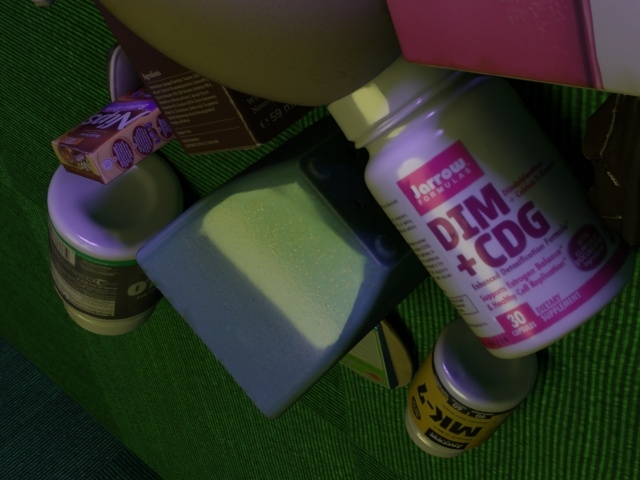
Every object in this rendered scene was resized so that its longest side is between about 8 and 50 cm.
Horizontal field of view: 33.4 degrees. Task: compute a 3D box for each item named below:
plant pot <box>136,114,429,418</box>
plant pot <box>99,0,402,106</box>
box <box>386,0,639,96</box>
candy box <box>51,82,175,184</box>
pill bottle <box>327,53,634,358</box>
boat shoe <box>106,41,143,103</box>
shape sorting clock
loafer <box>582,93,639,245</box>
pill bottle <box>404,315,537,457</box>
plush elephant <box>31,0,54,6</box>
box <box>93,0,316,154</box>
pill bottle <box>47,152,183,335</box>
[{"bbox_3d":[0.000,0.000,1.182,0.247,0.248,0.252,50,138,1],"label":"plant pot"},{"bbox_3d":[-0.020,-0.225,0.894,0.191,0.284,0.284,50,156,-24],"label":"plant pot"},{"bbox_3d":[0.171,-0.199,0.748,0.232,0.148,0.127,18,138,46],"label":"box"},{"bbox_3d":[-0.249,-0.151,1.415,0.109,0.187,0.053,18,140,47],"label":"candy box"},{"bbox_3d":[0.142,-0.047,0.973,0.283,0.160,0.160,53,153,-5],"label":"pill bottle"},{"bbox_3d":[-0.277,-0.209,1.512,0.065,0.075,0.206,35,155,24],"label":"boat shoe"},{"bbox_3d":[0.046,0.126,1.477,0.206,0.040,0.206,33,148,24],"label":"shape sorting clock"},{"bbox_3d":[0.245,-0.084,0.857,0.078,0.080,0.220,33,149,30],"label":"loafer"},{"bbox_3d":[0.170,0.179,1.268,0.119,0.119,0.208,43,153,15],"label":"pill bottle"},{"bbox_3d":[-0.328,-0.369,1.143,0.330,0.272,0.255,36,128,45],"label":"plush elephant"},{"bbox_3d":[-0.094,-0.217,1.110,0.167,0.168,0.203,3,128,57],"label":"box"},{"bbox_3d":[-0.338,0.011,1.742,0.204,0.204,0.361,45,153,11],"label":"pill bottle"}]
